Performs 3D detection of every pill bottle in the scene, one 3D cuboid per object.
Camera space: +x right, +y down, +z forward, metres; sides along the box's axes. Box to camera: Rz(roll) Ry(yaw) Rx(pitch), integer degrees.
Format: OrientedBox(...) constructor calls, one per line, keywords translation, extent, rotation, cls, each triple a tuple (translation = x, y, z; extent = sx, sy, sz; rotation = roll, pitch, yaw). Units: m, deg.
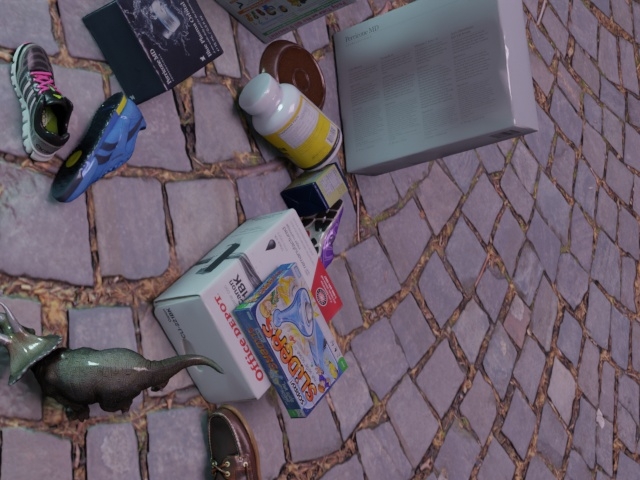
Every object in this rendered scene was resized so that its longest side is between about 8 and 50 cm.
OrientedBox(translation=(-0.054, -0.209, 1.820), extent=(0.184, 0.103, 0.103), rotation=(39, 53, -35), cls="pill bottle")

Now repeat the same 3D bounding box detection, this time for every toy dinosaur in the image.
OrientedBox(translation=(-0.289, 0.181, 1.369), extent=(0.160, 0.313, 0.121), rotation=(72, 31, -74), cls="toy dinosaur")

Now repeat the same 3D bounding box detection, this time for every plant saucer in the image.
OrientedBox(translation=(-0.043, -0.291, 1.913), extent=(0.168, 0.029, 0.168), rotation=(17, 67, -46), cls="plant saucer")

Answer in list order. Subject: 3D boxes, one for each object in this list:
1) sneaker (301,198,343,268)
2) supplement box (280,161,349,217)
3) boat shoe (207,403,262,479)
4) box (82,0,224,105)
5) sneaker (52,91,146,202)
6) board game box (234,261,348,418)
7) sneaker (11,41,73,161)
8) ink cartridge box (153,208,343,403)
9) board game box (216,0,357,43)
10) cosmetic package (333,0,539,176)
OrientedBox(translation=(0.000, 0.000, 1.871), extent=(0.071, 0.068, 0.170), rotation=(51, 53, -47), cls="sneaker")
OrientedBox(translation=(-0.009, -0.089, 1.853), extent=(0.083, 0.083, 0.056), rotation=(-45, 114, -44), cls="supplement box")
OrientedBox(translation=(-0.132, 0.359, 1.599), extent=(0.073, 0.073, 0.207), rotation=(-24, 98, -51), cls="boat shoe")
OrientedBox(translation=(-0.258, -0.319, 1.627), extent=(0.158, 0.093, 0.156), rotation=(-46, 114, -44), cls="box")
OrientedBox(translation=(-0.315, -0.123, 1.526), extent=(0.082, 0.069, 0.209), rotation=(50, 47, -32), cls="sneaker")
OrientedBox(translation=(-0.042, 0.154, 1.611), extent=(0.136, 0.035, 0.201), rotation=(-46, 117, -45), cls="board game box")
OrientedBox(translation=(-0.385, -0.201, 1.462), extent=(0.063, 0.074, 0.170), rotation=(-1, 81, -49), cls="sneaker")
OrientedBox(translation=(-0.109, 0.103, 1.663), extent=(0.273, 0.114, 0.197), rotation=(-44, 114, -44), cls="ink cartridge box")
OrientedBox(translation=(-0.105, -0.487, 1.747), extent=(0.303, 0.224, 0.098), rotation=(38, 52, -37), cls="board game box")
OrientedBox(translation=(0.204, -0.298, 1.927), extent=(0.097, 0.377, 0.284), rotation=(2, 79, -49), cls="cosmetic package")
